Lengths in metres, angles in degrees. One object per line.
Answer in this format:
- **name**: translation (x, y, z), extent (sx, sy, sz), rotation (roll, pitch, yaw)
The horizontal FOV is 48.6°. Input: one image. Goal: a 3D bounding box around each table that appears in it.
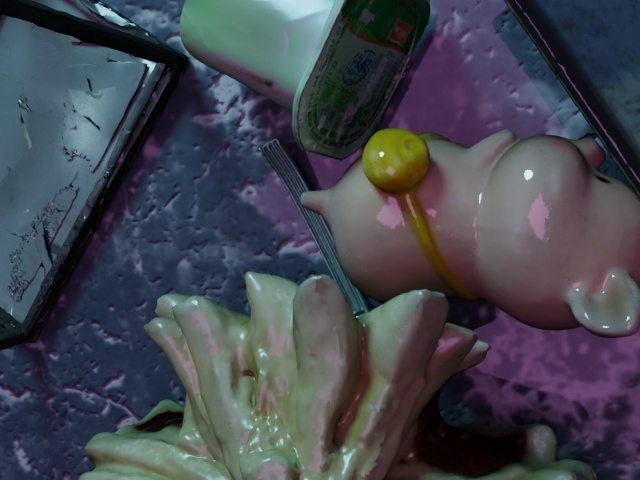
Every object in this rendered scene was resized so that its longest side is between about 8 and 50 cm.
- **table**: translation (-0.330, -0.078, 0.579), extent (0.222, 0.272, 0.335), rotation (35, 103, 12)

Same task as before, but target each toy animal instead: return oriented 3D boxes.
- **toy animal**: translation (0.107, -0.013, 0.513), extent (0.248, 0.165, 0.149), rotation (15, 104, 22)

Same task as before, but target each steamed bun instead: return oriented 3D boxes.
- **steamed bun**: translation (-0.003, 0.138, 0.531), extent (0.428, 0.247, 0.189), rotation (0, 70, 21)

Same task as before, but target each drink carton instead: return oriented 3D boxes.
- **drink carton**: translation (-0.021, -0.159, 0.553), extent (0.142, 0.146, 0.144), rotation (30, 102, 21)

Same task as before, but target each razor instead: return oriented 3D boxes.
- **razor**: translation (0.002, 0.000, 0.606), extent (0.068, 0.037, 0.191), rotation (-28, 84, 22)

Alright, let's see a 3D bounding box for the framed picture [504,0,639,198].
- **framed picture**: translation (0.310, -0.177, 0.452), extent (0.347, 0.016, 0.265), rotation (-33, 88, 1)
